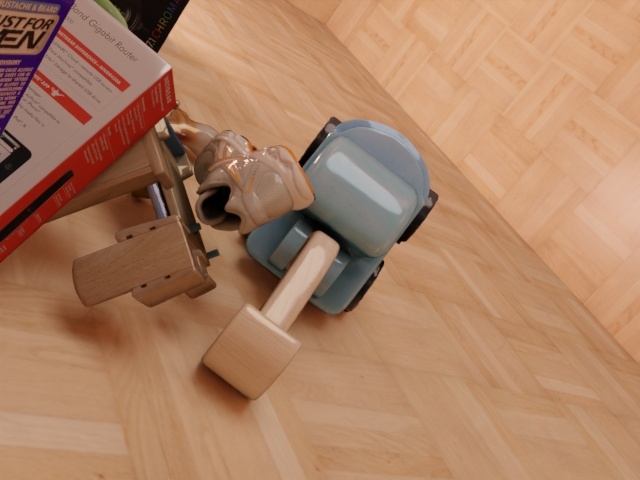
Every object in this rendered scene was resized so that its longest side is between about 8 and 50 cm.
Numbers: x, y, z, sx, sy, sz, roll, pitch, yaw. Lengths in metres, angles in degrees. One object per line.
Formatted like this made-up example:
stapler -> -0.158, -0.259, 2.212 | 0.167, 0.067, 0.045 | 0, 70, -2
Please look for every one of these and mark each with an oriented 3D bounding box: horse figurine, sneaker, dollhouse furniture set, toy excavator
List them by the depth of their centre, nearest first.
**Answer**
dollhouse furniture set -> -0.251, -0.013, 0.942 | 0.303, 0.198, 0.286 | 73, -4, -72
sneaker -> -0.123, -0.070, 0.964 | 0.262, 0.121, 0.099 | 15, -45, 59
toy excavator -> 0.000, 0.000, 1.047 | 0.222, 0.433, 0.445 | 38, -7, 0
horse figurine -> -0.204, -0.176, 1.361 | 0.263, 0.066, 0.174 | 33, 15, -6

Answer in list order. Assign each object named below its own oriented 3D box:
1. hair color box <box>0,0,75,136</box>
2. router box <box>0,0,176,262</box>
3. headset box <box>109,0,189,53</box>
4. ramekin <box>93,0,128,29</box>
hair color box -> -0.353, -0.102, 0.568 | 0.185, 0.338, 0.110 | 40, 20, 6
router box -> -0.370, -0.162, 0.757 | 0.335, 0.301, 0.082 | 41, -20, 8
headset box -> -0.399, -0.449, 1.356 | 0.283, 0.246, 0.131 | 31, 21, -20
ramekin -> -0.466, -0.339, 1.156 | 0.303, 0.148, 0.303 | 32, 21, -14
